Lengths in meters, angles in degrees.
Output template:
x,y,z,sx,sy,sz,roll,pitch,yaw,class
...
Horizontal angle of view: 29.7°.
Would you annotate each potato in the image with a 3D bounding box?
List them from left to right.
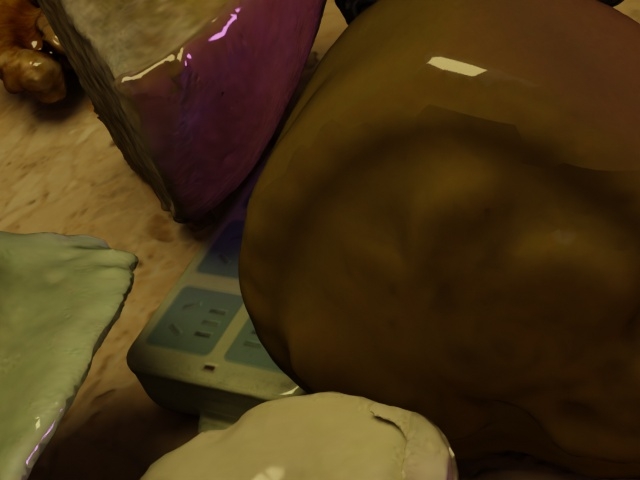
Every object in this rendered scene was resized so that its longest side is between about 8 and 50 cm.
x,y,z,sx,sy,sz,roll,pitch,yaw,class
-0.048,-0.122,0.738,0.189,0.211,0.264,-30,42,-9,potato

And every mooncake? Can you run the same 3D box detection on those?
x,y,z,sx,sy,sz,roll,pitch,yaw,class
0.075,0.003,0.505,0.235,0.235,0.117,0,44,29,mooncake

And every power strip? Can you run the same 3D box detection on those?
x,y,z,sx,sy,sz,roll,pitch,yaw,class
0.000,0.000,0.693,0.118,0.046,0.270,5,47,33,power strip

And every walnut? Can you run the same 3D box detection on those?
x,y,z,sx,sy,sz,roll,pitch,yaw,class
-0.215,-0.168,0.986,0.143,0.069,0.170,-28,39,-5,walnut

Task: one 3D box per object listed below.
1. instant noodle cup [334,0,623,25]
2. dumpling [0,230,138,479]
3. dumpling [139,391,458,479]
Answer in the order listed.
x,y,z,sx,sy,sz,roll,pitch,yaw,class
0.089,-0.165,0.752,0.177,0.208,0.125,35,81,20,instant noodle cup
-0.250,0.116,0.533,0.321,0.212,0.270,-62,6,9,dumpling
-0.081,0.202,0.408,0.260,0.181,0.341,-12,61,31,dumpling
